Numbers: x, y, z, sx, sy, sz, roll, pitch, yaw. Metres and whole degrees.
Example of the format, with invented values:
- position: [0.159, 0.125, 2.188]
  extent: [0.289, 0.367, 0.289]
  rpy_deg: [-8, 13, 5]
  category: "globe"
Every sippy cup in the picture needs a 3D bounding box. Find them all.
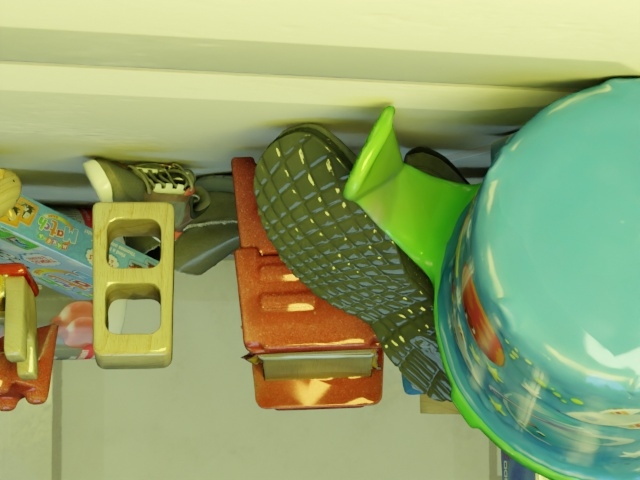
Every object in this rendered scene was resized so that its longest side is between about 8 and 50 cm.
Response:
- position: [0.174, 0.019, 0.872]
  extent: [0.305, 0.240, 0.224]
  rpy_deg: [-10, 166, 5]
  category: "sippy cup"

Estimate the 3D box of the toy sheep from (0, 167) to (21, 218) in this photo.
- position: [-0.289, -0.027, 1.155]
  extent: [0.132, 0.091, 0.091]
  rpy_deg: [-18, -177, -19]
  category: "toy sheep"

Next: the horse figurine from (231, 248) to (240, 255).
- position: [-0.014, 0.000, 1.676]
  extent: [0.263, 0.066, 0.174]
  rpy_deg: [-3, -177, 5]
  category: "horse figurine"

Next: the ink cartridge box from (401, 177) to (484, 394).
- position: [0.229, 0.052, 1.473]
  extent: [0.285, 0.166, 0.395]
  rpy_deg: [-3, 171, -2]
  category: "ink cartridge box"

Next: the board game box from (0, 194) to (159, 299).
- position: [-0.267, -0.002, 1.394]
  extent: [0.211, 0.039, 0.160]
  rpy_deg: [27, 162, -31]
  category: "board game box"

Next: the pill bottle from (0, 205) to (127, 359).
- position: [-0.388, 0.047, 1.715]
  extent: [0.318, 0.176, 0.176]
  rpy_deg: [1, 177, -22]
  category: "pill bottle"

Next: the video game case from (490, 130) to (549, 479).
- position: [0.242, 0.063, 1.065]
  extent: [0.244, 0.270, 0.061]
  rpy_deg: [1, 173, -19]
  category: "video game case"

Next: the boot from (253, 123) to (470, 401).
- position: [0.052, -0.015, 1.079]
  extent: [0.083, 0.246, 0.161]
  rpy_deg: [-24, -151, 30]
  category: "boot"

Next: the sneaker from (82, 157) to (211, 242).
- position: [-0.136, -0.046, 1.240]
  extent: [0.065, 0.061, 0.158]
  rpy_deg: [-33, 163, 10]
  category: "sneaker"

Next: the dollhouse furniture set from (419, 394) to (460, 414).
- position: [0.212, 0.083, 1.772]
  extent: [0.161, 0.242, 0.212]
  rpy_deg: [-1, 178, 14]
  category: "dollhouse furniture set"

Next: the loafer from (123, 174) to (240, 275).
- position: [-0.095, -0.011, 1.409]
  extent: [0.094, 0.087, 0.251]
  rpy_deg: [2, 176, -41]
  category: "loafer"

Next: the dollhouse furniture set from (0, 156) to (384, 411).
- position: [-0.129, 0.041, 1.209]
  extent: [0.374, 0.152, 0.201]
  rpy_deg: [-2, 160, -2]
  category: "dollhouse furniture set"
